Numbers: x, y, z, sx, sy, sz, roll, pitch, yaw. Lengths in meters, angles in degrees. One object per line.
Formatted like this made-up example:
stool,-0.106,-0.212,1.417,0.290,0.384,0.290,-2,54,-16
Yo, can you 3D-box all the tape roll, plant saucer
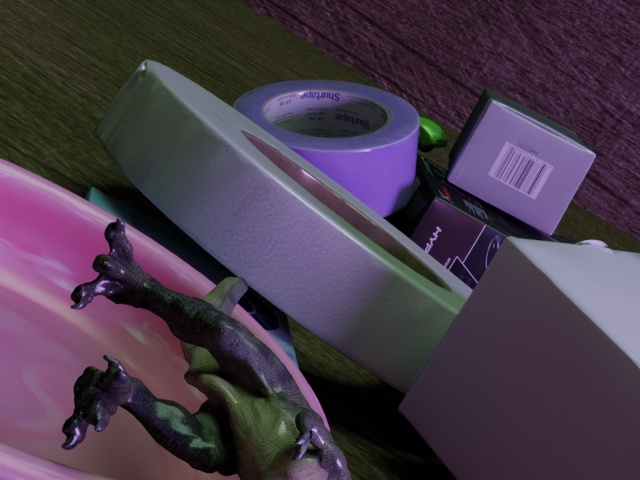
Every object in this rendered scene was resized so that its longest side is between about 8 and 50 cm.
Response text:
tape roll,0.003,-0.092,1.307,0.189,0.080,0.189,3,28,-2
tape roll,0.000,0.000,1.022,0.392,0.072,0.392,36,6,-5
plant saucer,-0.155,0.050,0.598,0.332,0.084,0.332,29,12,-7

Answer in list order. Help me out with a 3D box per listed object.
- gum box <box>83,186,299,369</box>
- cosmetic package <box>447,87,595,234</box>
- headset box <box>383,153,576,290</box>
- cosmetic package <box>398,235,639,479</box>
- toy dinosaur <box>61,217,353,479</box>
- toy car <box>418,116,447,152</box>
gum box,-0.095,0.040,0.859,0.157,0.041,0.184,28,14,-14
cosmetic package,0.211,-0.091,1.403,0.127,0.107,0.238,27,14,-1
headset box,0.206,0.041,1.365,0.293,0.110,0.218,28,13,-10
cosmetic package,0.241,0.165,0.778,0.197,0.155,0.365,7,30,-42
toy dinosaur,-0.043,0.057,0.517,0.118,0.064,0.268,31,9,-29
toy car,0.036,-0.122,1.483,0.225,0.053,0.239,-3,0,25
